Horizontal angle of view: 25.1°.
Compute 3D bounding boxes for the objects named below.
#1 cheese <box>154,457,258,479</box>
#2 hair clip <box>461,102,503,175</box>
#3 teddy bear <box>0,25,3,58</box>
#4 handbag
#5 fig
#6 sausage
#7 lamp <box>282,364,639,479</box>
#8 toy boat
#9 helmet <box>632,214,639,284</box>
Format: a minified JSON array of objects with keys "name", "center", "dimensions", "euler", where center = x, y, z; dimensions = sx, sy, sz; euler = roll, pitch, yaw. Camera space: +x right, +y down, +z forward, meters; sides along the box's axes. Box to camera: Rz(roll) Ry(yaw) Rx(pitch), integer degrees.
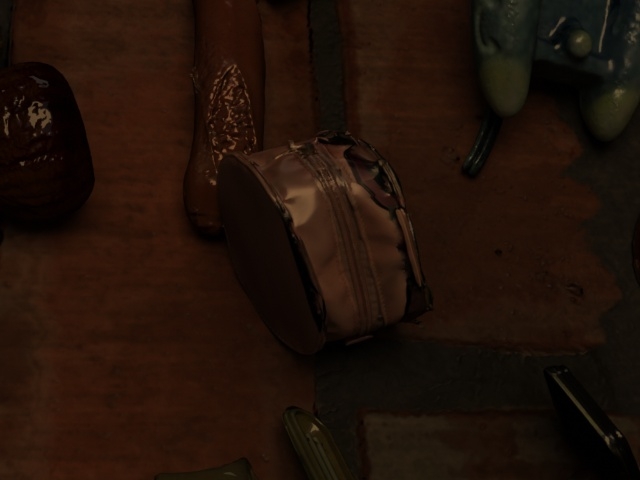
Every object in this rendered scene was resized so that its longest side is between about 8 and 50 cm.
[{"name":"cheese","center":[-0.122,0.272,1.177],"dimensions":[0.202,0.091,0.175],"euler":[-9,64,-12]},{"name":"hair clip","center":[0.177,-0.190,1.472],"dimensions":[0.083,0.048,0.275],"euler":[8,64,-8]},{"name":"teddy bear","center":[-0.394,-0.180,1.352],"dimensions":[0.190,0.140,0.177],"euler":[-8,107,-21]},{"name":"handbag","center":[0.001,-0.001,1.277],"dimensions":[0.116,0.179,0.205],"euler":[-25,113,-20]},{"name":"fig","center":[-0.312,-0.079,1.311],"dimensions":[0.201,0.134,0.146],"euler":[-14,57,-5]},{"name":"sausage","center":[-0.093,-0.157,1.398],"dimensions":[0.079,0.087,0.326],"euler":[21,55,-38]},{"name":"lamp","center":[0.118,0.188,1.258],"dimensions":[0.283,0.124,0.203],"euler":[-21,48,-14]},{"name":"toy boat","center":[0.263,-0.269,1.409],"dimensions":[0.215,0.123,0.330],"euler":[13,85,-19]},{"name":"helmet","center":[0.390,-0.009,1.379],"dimensions":[0.155,0.106,0.175],"euler":[13,59,-2]}]
